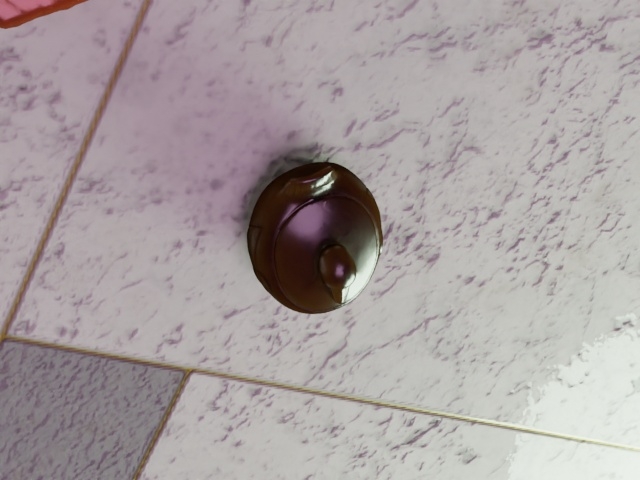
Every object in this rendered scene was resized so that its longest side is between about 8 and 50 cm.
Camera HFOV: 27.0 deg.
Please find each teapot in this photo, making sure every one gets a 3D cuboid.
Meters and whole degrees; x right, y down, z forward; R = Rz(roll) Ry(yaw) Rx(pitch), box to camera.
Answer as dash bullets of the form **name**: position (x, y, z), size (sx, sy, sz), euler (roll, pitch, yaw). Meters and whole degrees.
- **teapot**: position (0.000, 0.000, 0.934), size (0.098, 0.078, 0.129), euler (-18, 127, -13)

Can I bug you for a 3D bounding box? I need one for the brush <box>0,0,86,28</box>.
- **brush**: position (-0.106, -0.189, 0.782), size (0.323, 0.051, 0.070), euler (-19, 121, -9)
